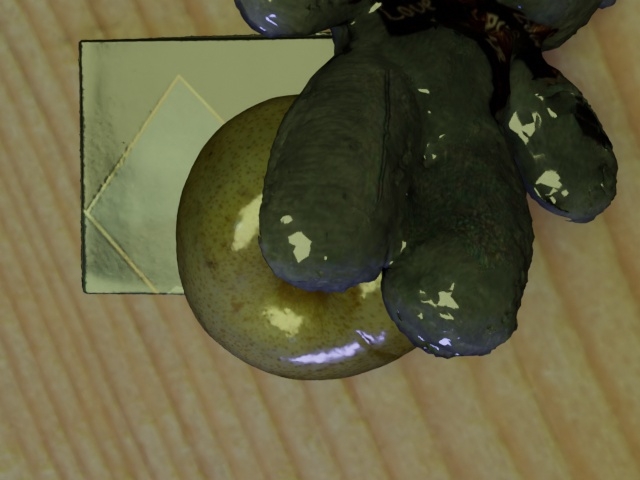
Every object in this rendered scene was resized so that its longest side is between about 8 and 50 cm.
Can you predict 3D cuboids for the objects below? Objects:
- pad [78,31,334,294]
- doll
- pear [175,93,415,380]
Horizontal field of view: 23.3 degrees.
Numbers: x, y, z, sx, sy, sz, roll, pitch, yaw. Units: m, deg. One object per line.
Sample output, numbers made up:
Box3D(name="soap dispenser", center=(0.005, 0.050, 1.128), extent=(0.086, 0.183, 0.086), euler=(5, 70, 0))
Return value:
Box3D(name="pad", center=(-0.032, -0.045, 0.952), extent=(0.243, 0.004, 0.164), euler=(0, 96, 8))
Box3D(name="doll", center=(0.075, -0.107, 0.788), extent=(0.246, 0.340, 0.158), euler=(32, 134, -18))
Box3D(name="pear", center=(0.000, 0.000, 0.882), extent=(0.167, 0.136, 0.167), euler=(1, 99, 8))
